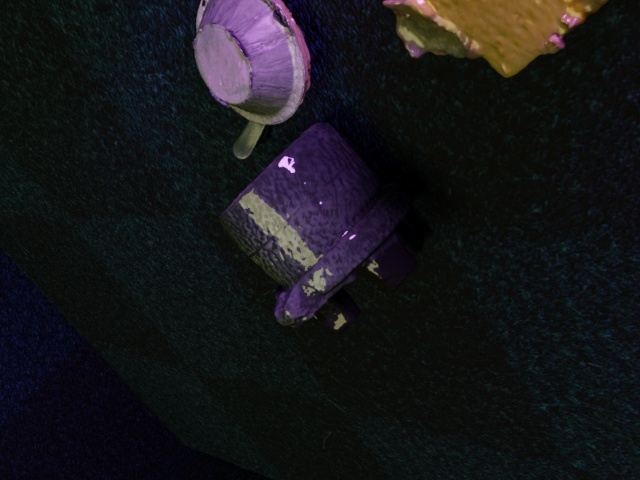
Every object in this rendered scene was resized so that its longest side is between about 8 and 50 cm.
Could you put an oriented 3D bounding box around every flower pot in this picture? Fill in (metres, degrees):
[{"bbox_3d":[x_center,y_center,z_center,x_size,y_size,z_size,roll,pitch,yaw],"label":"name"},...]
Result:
[{"bbox_3d":[0.000,0.000,1.285,0.283,0.299,0.299,45,150,-5],"label":"flower pot"}]

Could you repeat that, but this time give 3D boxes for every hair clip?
[{"bbox_3d":[-0.095,-0.227,1.330,0.039,0.070,0.229,38,143,9],"label":"hair clip"}]

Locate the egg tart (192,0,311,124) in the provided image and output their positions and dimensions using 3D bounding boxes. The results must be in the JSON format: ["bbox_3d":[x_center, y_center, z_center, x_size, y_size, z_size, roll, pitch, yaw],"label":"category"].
[{"bbox_3d":[-0.116,-0.273,1.195,0.234,0.094,0.234,30,139,30],"label":"egg tart"}]

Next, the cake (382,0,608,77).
[{"bbox_3d":[0.185,-0.303,0.734,0.222,0.227,0.286,44,148,-2],"label":"cake"}]
